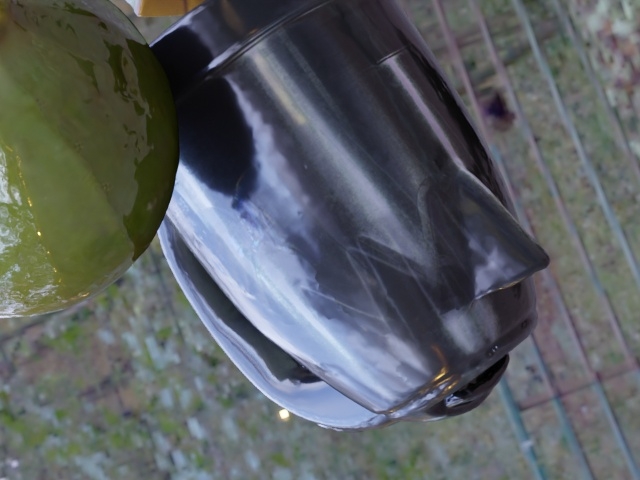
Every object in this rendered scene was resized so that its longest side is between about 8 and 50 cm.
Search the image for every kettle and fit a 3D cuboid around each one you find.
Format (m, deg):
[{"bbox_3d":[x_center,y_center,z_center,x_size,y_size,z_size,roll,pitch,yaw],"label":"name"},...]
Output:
[{"bbox_3d":[0.000,0.000,0.979,0.321,0.228,0.324,-38,85,43],"label":"kettle"}]

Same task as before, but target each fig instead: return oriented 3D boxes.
[{"bbox_3d":[-0.182,-0.073,0.788,0.207,0.207,0.230,-113,27,-46],"label":"fig"}]

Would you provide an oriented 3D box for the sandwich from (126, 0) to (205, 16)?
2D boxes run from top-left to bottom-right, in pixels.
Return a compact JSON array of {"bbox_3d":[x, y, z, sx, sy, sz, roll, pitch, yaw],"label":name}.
[{"bbox_3d":[-0.159,-0.354,1.487,0.117,0.144,0.187,48,138,31],"label":"sandwich"}]
